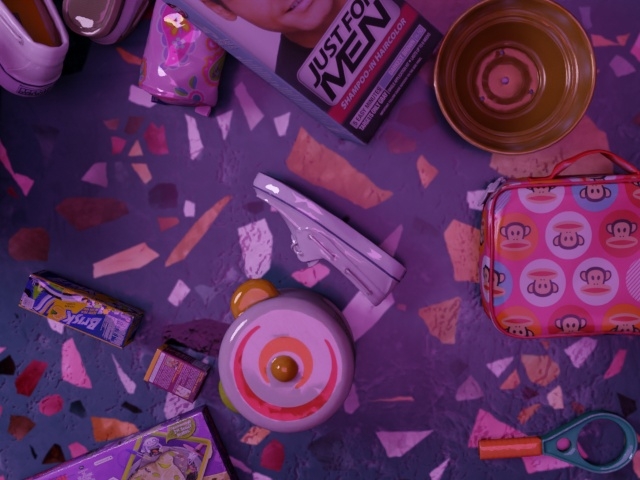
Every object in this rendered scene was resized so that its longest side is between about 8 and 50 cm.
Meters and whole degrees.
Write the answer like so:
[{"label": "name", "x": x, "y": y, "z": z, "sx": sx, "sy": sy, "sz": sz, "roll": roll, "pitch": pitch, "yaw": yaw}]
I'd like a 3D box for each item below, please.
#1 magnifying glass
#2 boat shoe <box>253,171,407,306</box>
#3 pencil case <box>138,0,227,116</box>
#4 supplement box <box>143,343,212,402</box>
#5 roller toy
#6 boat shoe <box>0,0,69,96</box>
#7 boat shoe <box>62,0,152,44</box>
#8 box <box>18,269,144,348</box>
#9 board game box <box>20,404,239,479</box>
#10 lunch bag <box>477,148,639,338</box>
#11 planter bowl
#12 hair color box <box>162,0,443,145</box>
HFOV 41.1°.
[{"label": "magnifying glass", "x": 0.351, "y": 0.303, "z": 1.264, "sx": 0.230, "sy": 0.026, "sz": 0.092, "roll": -4, "pitch": 95, "yaw": 5}, {"label": "boat shoe", "x": 0.000, "y": 0.000, "z": 1.225, "sx": 0.258, "sy": 0.095, "sz": 0.084, "roll": 35, "pitch": 92, "yaw": 1}, {"label": "pencil case", "x": -0.170, "y": -0.324, "z": 1.200, "sx": 0.124, "sy": 0.124, "sz": 0.284, "roll": 15, "pitch": 97, "yaw": 2}, {"label": "supplement box", "x": -0.214, "y": 0.199, "z": 1.282, "sx": 0.083, "sy": 0.043, "sz": 0.055, "roll": 27, "pitch": 96, "yaw": 2}, {"label": "roller toy", "x": -0.045, "y": 0.166, "z": 1.216, "sx": 0.191, "sy": 0.146, "sz": 0.210, "roll": 11, "pitch": 95, "yaw": 2}, {"label": "boat shoe", "x": -0.438, "y": -0.388, "z": 1.152, "sx": 0.156, "sy": 0.135, "sz": 0.367, "roll": -36, "pitch": 76, "yaw": 44}, {"label": "boat shoe", "x": -0.264, "y": -0.423, "z": 1.200, "sx": 0.113, "sy": 0.103, "sz": 0.302, "roll": 30, "pitch": 97, "yaw": 11}, {"label": "box", "x": -0.356, "y": 0.101, "z": 1.275, "sx": 0.168, "sy": 0.059, "sz": 0.054, "roll": 23, "pitch": 95, "yaw": 2}, {"label": "board game box", "x": -0.293, "y": 0.412, "z": 1.306, "sx": 0.346, "sy": 0.056, "sz": 0.208, "roll": -22, "pitch": 97, "yaw": 5}, {"label": "lunch bag", "x": 0.369, "y": 0.003, "z": 1.188, "sx": 0.293, "sy": 0.120, "sz": 0.258, "roll": 0, "pitch": 95, "yaw": 4}, {"label": "planter bowl", "x": 0.264, "y": -0.226, "z": 1.189, "sx": 0.217, "sy": 0.090, "sz": 0.217, "roll": 0, "pitch": 94, "yaw": 3}, {"label": "hair color box", "x": -0.042, "y": -0.310, "z": 1.119, "sx": 0.374, "sy": 0.113, "sz": 0.185, "roll": 35, "pitch": 90, "yaw": -21}]
